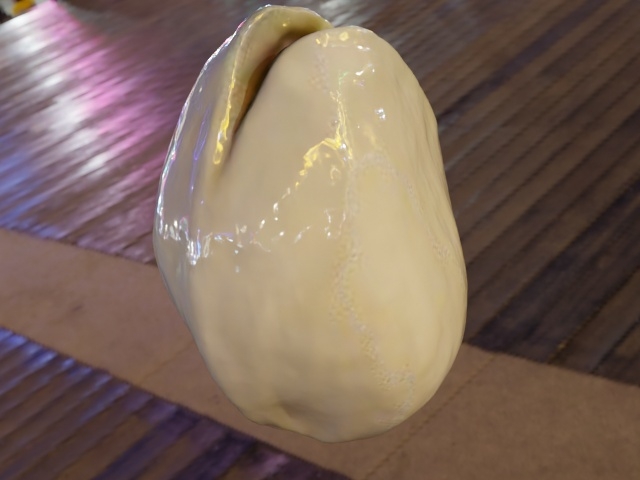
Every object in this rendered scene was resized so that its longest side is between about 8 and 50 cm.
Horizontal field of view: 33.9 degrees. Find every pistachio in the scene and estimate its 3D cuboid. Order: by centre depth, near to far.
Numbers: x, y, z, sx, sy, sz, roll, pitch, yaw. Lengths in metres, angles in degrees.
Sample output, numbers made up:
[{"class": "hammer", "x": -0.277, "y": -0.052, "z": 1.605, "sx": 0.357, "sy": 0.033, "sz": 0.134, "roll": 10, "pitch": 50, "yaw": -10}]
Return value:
[{"class": "pistachio", "x": 0.000, "y": 0.000, "z": 0.707, "sx": 0.226, "sy": 0.332, "sz": 0.208, "roll": -37, "pitch": 43, "yaw": -22}]
